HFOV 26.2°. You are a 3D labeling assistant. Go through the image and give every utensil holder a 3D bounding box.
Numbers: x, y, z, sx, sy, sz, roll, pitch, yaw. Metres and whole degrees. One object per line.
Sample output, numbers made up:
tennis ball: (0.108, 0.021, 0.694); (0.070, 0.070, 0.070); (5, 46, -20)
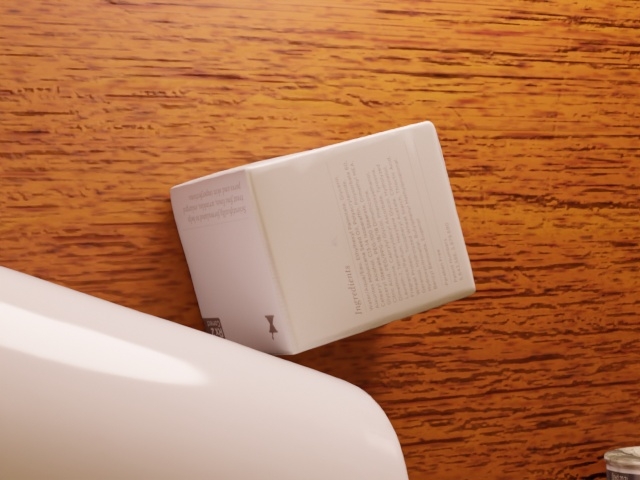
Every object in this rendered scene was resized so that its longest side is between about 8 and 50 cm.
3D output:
utensil holder: (-0.177, 0.192, 0.939); (0.385, 0.327, 0.328); (19, 77, -29)

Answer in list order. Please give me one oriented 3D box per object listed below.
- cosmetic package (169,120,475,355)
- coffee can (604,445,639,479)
cosmetic package: (0.000, 0.000, 1.143); (0.183, 0.151, 0.151); (-16, 93, -30)
coffee can: (0.374, 0.336, 1.292); (0.201, 0.201, 0.275); (0, 85, -29)
